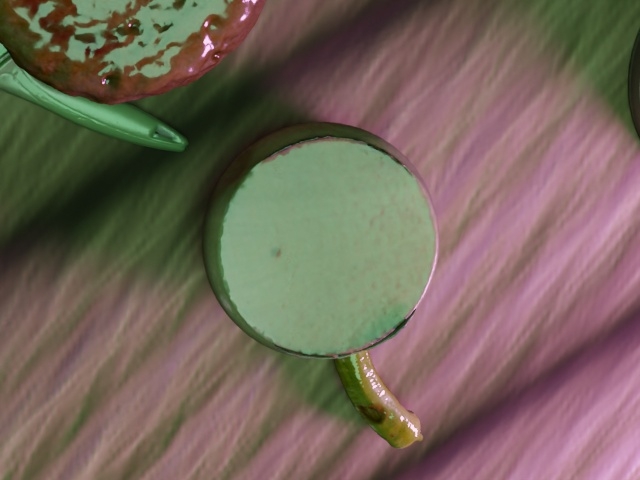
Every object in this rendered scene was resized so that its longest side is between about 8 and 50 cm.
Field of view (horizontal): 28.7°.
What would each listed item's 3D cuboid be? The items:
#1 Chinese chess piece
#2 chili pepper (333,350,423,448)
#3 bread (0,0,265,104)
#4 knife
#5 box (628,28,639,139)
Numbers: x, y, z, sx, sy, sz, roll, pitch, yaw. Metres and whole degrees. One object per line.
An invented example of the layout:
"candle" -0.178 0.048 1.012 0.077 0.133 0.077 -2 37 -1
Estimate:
"Chinese chess piece" 0.000 0.000 0.991 0.189 0.083 0.188 -2 99 -13
"chili pepper" 0.036 0.101 1.067 0.049 0.043 0.208 -21 111 5
"bread" -0.145 -0.210 0.880 0.230 0.123 0.230 -7 110 -19
"knife" -0.232 -0.127 0.935 0.293 0.020 0.043 19 102 -19
"box" 0.393 -0.130 1.038 0.226 0.149 0.226 -4 106 -14
